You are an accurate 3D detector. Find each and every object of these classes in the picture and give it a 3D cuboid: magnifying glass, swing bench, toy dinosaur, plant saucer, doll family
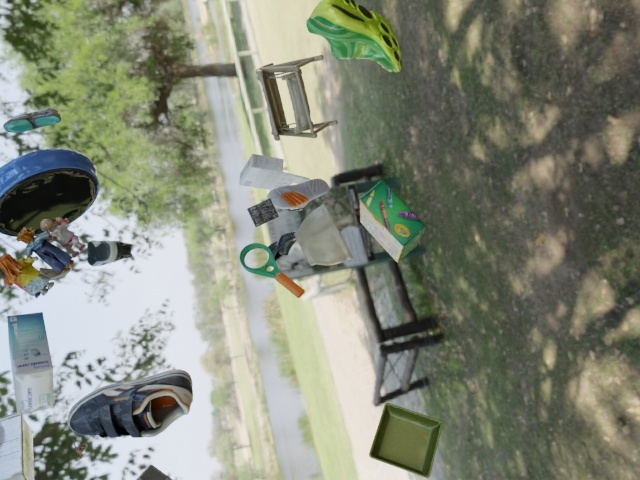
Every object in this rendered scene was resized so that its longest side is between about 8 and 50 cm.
[{"bbox_3d":[-0.136,0.086,1.667,0.231,0.092,0.026,36,156,27],"label":"magnifying glass"},{"bbox_3d":[-0.105,-0.500,2.100,0.255,0.165,0.253,3,119,36],"label":"swing bench"},{"bbox_3d":[-0.871,0.762,2.154,0.082,0.047,0.090,165,96,-76],"label":"toy dinosaur"},{"bbox_3d":[0.262,0.618,1.818,0.045,0.188,0.188,91,-160,-50],"label":"plant saucer"},{"bbox_3d":[-0.797,0.048,1.663,0.163,0.263,0.118,44,173,-27],"label":"doll family"}]

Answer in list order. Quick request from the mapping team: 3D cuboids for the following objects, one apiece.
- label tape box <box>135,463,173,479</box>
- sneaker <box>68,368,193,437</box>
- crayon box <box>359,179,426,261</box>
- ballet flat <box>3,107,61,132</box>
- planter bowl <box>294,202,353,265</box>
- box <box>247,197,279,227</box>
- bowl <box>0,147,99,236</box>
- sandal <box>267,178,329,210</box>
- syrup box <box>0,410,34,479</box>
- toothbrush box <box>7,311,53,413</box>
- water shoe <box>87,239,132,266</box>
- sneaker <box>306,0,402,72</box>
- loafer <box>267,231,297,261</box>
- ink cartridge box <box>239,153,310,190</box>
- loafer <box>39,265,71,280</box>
[{"bbox_3d":[-0.504,0.728,1.434,0.106,0.240,0.334,36,-175,3],"label":"label tape box"},{"bbox_3d":[-0.480,0.430,1.488,0.127,0.321,0.126,-120,12,-59],"label":"sneaker"},{"bbox_3d":[0.189,-0.044,1.600,0.165,0.081,0.278,49,176,11],"label":"crayon box"},{"bbox_3d":[-0.604,-0.254,1.240,0.041,0.114,0.041,166,90,-79],"label":"ballet flat"},{"bbox_3d":[0.000,0.000,1.533,0.162,0.109,0.162,61,-179,-1],"label":"planter bowl"},{"bbox_3d":[-0.184,-0.088,1.889,0.067,0.083,0.018,64,170,-1],"label":"box"},{"bbox_3d":[-0.939,-0.151,2.005,0.077,0.391,0.391,54,161,17],"label":"bowl"},{"bbox_3d":[-0.081,-0.157,2.208,0.102,0.265,0.076,55,144,24],"label":"sandal"},{"bbox_3d":[-0.804,0.565,1.527,0.237,0.096,0.093,-135,34,-53],"label":"syrup box"},{"bbox_3d":[-1.055,0.440,2.148,0.295,0.126,0.216,53,138,44],"label":"toothbrush box"},{"bbox_3d":[-0.573,0.036,1.605,0.203,0.080,0.072,1,89,52],"label":"water shoe"},{"bbox_3d":[0.086,-0.485,1.410,0.123,0.296,0.109,-21,61,41],"label":"sneaker"},{"bbox_3d":[-0.152,0.025,2.525,0.223,0.076,0.078,-35,68,48],"label":"loafer"},{"bbox_3d":[-0.204,-0.285,2.595,0.296,0.261,0.066,151,126,-70],"label":"ink cartridge box"},{"bbox_3d":[-0.904,0.110,1.952,0.050,0.148,0.056,67,163,5],"label":"loafer"}]
